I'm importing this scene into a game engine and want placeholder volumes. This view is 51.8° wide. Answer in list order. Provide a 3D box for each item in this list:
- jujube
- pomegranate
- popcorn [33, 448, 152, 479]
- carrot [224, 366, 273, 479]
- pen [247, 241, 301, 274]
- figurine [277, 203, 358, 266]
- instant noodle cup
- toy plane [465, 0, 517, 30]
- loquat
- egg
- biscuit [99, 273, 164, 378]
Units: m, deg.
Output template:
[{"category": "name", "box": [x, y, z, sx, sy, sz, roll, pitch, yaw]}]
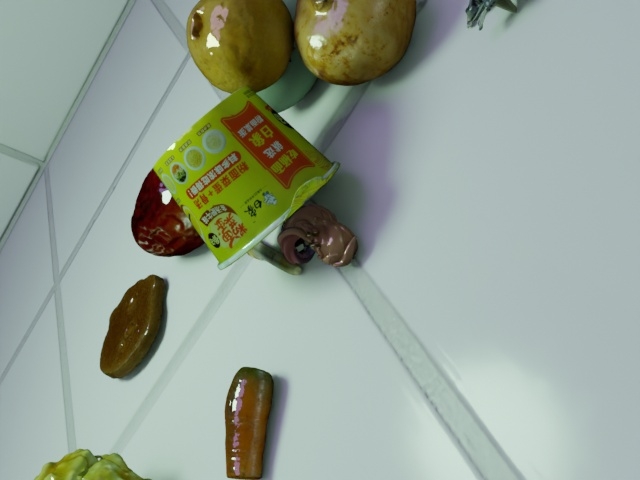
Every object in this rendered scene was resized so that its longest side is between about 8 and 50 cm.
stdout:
[{"category": "jujube", "box": [-0.340, -0.079, 1.583, 0.318, 0.223, 0.223, -35, 45, 47]}, {"category": "pomegranate", "box": [0.060, -0.409, 1.214, 0.248, 0.248, 0.248, -29, 49, 40]}, {"category": "popcorn", "box": [-0.443, 0.546, 1.275, 0.335, 0.274, 0.279, -29, 80, 40]}, {"category": "carrot", "box": [-0.133, 0.324, 1.172, 0.087, 0.087, 0.194, -12, 63, 49]}, {"category": "pen", "box": [-0.104, 0.034, 1.346, 0.233, 0.032, 0.040, 27, 116, 54]}, {"category": "figurine", "box": [-0.005, -0.009, 1.172, 0.157, 0.126, 0.114, 7, 119, 55]}, {"category": "instant noodle cup", "box": [-0.145, -0.125, 1.210, 0.311, 0.221, 0.311, -41, 9, 7]}, {"category": "toy plane", "box": [0.283, -0.468, 1.084, 0.192, 0.088, 0.262, 116, 161, -56]}, {"category": "loquat", "box": [-0.146, -0.384, 1.246, 0.208, 0.208, 0.208, -29, 49, 40]}, {"category": "egg", "box": [-0.090, -0.413, 1.433, 0.203, 0.203, 0.283, 20, 90, 55]}, {"category": "biscuit", "box": [-0.490, 0.228, 1.720, 0.273, 0.049, 0.257, -34, 44, 35]}]
